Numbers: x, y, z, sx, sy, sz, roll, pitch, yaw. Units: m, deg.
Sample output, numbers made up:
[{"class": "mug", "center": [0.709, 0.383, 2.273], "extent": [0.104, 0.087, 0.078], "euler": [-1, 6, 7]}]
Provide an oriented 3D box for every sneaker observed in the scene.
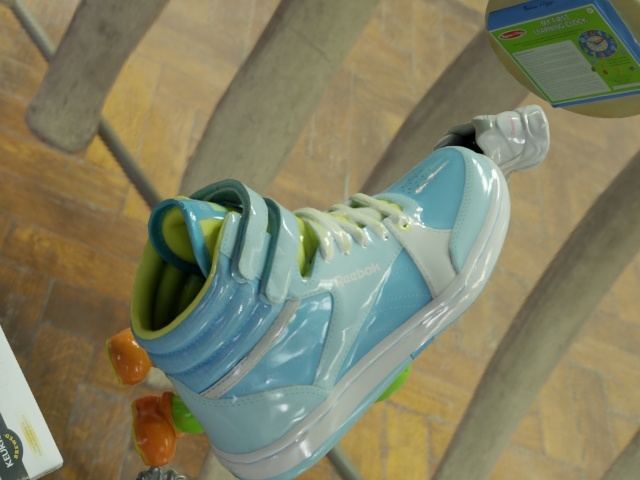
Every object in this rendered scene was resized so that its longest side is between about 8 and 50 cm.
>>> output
[{"class": "sneaker", "center": [0.000, 0.000, 0.710], "extent": [0.319, 0.127, 0.208], "euler": [-49, 123, -20]}, {"class": "sneaker", "center": [0.182, -0.097, 1.217], "extent": [0.115, 0.232, 0.090], "euler": [1, 63, -17]}]

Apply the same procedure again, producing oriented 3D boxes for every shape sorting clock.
[{"class": "shape sorting clock", "center": [0.265, -0.202, 1.015], "extent": [0.206, 0.206, 0.040], "euler": [32, 69, -7]}]

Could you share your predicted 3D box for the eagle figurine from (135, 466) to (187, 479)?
[{"class": "eagle figurine", "center": [-0.257, 0.455, 1.209], "extent": [0.225, 0.298, 0.226], "euler": [12, 38, -32]}]

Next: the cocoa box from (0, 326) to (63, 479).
[{"class": "cocoa box", "center": [-0.540, 0.198, 1.247], "extent": [0.228, 0.231, 0.347], "euler": [-25, 90, -53]}]

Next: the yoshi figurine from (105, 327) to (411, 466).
[{"class": "yoshi figurine", "center": [-0.049, 0.139, 1.128], "extent": [0.362, 0.203, 0.203], "euler": [-16, 58, -6]}]
